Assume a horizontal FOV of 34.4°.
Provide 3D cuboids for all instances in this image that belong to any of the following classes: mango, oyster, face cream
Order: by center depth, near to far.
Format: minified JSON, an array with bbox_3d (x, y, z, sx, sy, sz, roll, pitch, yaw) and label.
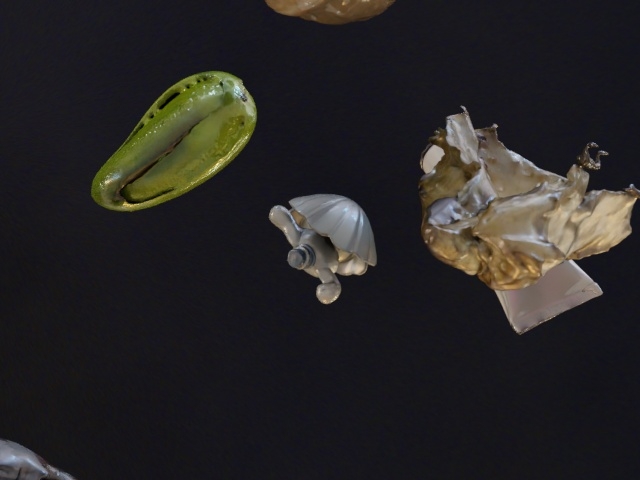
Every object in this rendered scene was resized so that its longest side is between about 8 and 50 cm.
[{"bbox_3d":[0.172,-0.027,0.853,0.197,0.337,0.133,16,-80,9],"label":"oyster"},{"bbox_3d":[-0.127,-0.080,0.901,0.165,0.091,0.074,-37,-51,5],"label":"mango"},{"bbox_3d":[0.177,-0.013,1.042,0.092,0.244,0.058,-25,-40,-6],"label":"face cream"}]

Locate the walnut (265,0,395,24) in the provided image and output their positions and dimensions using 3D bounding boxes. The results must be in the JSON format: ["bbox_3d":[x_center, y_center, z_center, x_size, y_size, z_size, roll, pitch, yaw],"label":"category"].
[{"bbox_3d":[0.005,-0.230,0.776,0.140,0.162,0.140,0,-89,-30],"label":"walnut"}]

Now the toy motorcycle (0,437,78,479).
[{"bbox_3d":[-0.266,0.256,0.886,0.207,0.401,0.134,36,-99,-38],"label":"toy motorcycle"}]

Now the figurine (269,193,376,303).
[{"bbox_3d":[0.000,0.000,0.834,0.094,0.086,0.082,36,-64,1],"label":"figurine"}]
